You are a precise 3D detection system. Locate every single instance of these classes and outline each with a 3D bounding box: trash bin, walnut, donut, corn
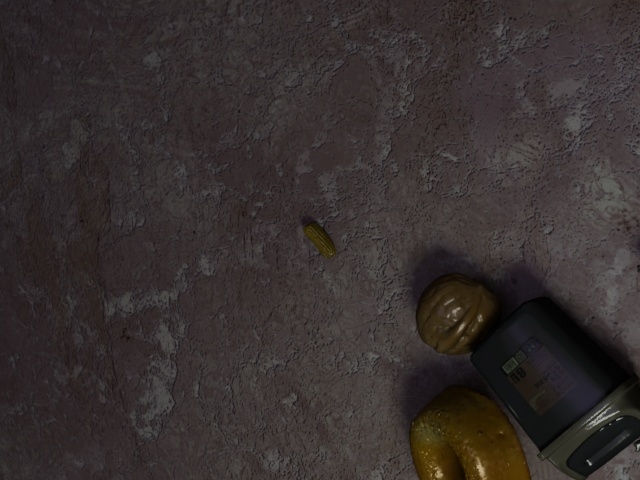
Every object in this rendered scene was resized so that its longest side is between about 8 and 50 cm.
[{"bbox_3d":[0.428,0.259,1.415,0.209,0.182,0.290,-49,67,23],"label":"trash bin"},{"bbox_3d":[0.258,0.143,1.512,0.166,0.149,0.167,7,120,12],"label":"walnut"},{"bbox_3d":[0.267,0.414,1.483,0.277,0.108,0.278,40,140,44],"label":"donut"},{"bbox_3d":[0.000,0.000,1.695,0.037,0.037,0.092,-43,74,24],"label":"corn"}]

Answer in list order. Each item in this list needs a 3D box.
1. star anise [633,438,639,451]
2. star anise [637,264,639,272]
[{"bbox_3d":[0.668,0.404,1.333,0.359,0.139,0.316,-25,85,42],"label":"star anise"},{"bbox_3d":[0.685,0.001,1.283,0.331,0.117,0.332,2,94,37],"label":"star anise"}]
